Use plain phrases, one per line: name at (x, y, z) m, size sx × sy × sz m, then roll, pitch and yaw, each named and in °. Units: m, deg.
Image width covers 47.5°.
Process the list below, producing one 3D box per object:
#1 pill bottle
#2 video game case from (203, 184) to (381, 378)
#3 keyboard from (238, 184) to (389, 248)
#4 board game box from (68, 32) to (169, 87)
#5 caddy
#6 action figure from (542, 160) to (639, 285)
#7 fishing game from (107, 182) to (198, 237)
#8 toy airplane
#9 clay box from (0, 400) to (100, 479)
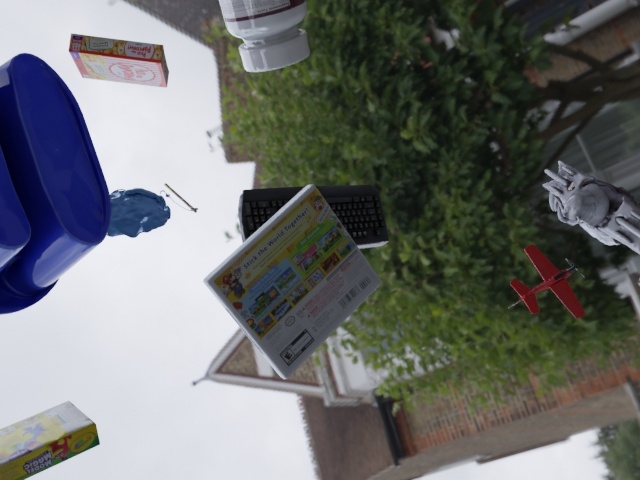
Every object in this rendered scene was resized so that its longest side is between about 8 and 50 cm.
pill bottle at (-0.087, -0.360, 1.023) m, size 0.121 × 0.121 × 0.221 m, roll -65°, pitch -35°, yaw -58°
video game case at (-0.036, 0.063, 1.119) m, size 0.227 × 0.026 × 0.206 m, roll -43°, pitch -67°, yaw -19°
keyboard at (0.000, 0.000, 1.305) m, size 0.317 × 0.033 × 0.201 m, roll -6°, pitch -94°, yaw -36°
board game box at (-0.439, -0.394, 1.601) m, size 0.147 × 0.194 × 0.045 m, roll 122°, pitch 152°, yaw -79°
caddy at (-0.417, -0.080, 0.899) m, size 0.241 × 0.179 × 0.341 m, roll -2°, pitch -112°, yaw -58°
action figure at (0.372, -0.014, 0.863) m, size 0.285 × 0.099 × 0.185 m, roll 9°, pitch -142°, yaw -36°
fishing game at (-0.418, -0.055, 1.578) m, size 0.264 × 0.041 × 0.189 m, roll -26°, pitch -134°, yaw -37°
toy airplane at (0.376, 0.073, 1.216) m, size 0.028 × 0.151 × 0.151 m, roll 106°, pitch 153°, yaw -63°
clay box at (-0.533, 0.375, 1.319) m, size 0.222 × 0.127 × 0.053 m, roll -20°, pitch -67°, yaw -36°
